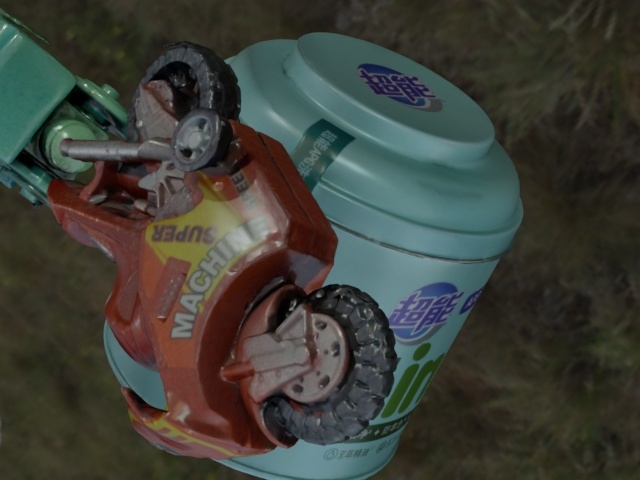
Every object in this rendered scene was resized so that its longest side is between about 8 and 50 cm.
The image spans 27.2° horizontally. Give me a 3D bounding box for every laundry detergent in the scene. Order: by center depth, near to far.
[{"bbox_3d":[0.000,0.000,1.119,0.287,0.287,0.305,35,116,18],"label":"laundry detergent"}]

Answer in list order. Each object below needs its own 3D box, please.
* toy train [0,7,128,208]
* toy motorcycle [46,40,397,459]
[{"bbox_3d":[-0.248,-0.110,1.076,0.163,0.112,0.203,41,171,-26],"label":"toy train"},{"bbox_3d":[-0.067,0.016,0.753,0.089,0.171,0.298,15,-147,-43],"label":"toy motorcycle"}]
